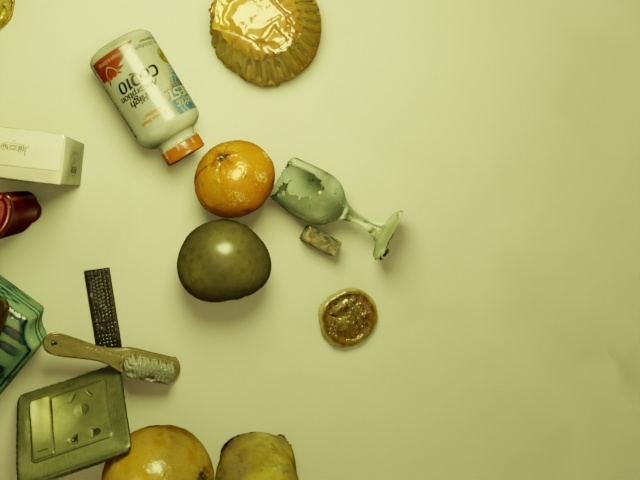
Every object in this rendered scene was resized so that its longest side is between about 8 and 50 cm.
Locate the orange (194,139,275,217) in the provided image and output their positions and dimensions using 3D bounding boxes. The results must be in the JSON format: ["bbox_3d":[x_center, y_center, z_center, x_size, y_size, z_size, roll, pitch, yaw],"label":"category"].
[{"bbox_3d":[-0.200,-0.144,1.636,0.193,0.193,0.161,-41,133,-3],"label":"orange"}]

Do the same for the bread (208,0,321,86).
[{"bbox_3d":[-0.128,-0.495,1.639,0.274,0.149,0.274,0,97,-3],"label":"bread"}]

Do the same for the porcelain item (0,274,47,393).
[{"bbox_3d":[-0.794,0.215,1.595,0.281,0.157,0.286,42,89,-12],"label":"porcelain item"}]

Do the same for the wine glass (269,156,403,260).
[{"bbox_3d":[0.037,-0.079,1.712,0.321,0.143,0.143,26,91,-9],"label":"wine glass"}]

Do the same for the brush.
[{"bbox_3d":[-0.481,0.280,1.660,0.327,0.065,0.070,20,97,-25],"label":"brush"}]

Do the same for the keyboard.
[{"bbox_3d":[-0.522,0.165,1.707,0.063,0.010,0.198,-8,97,-6],"label":"keyboard"}]

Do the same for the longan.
[{"bbox_3d":[-0.224,0.048,1.653,0.220,0.196,0.197,1,95,-5],"label":"longan"}]

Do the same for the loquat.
[{"bbox_3d":[-0.376,0.563,1.645,0.262,0.263,0.263,-1,96,-9],"label":"loquat"}]

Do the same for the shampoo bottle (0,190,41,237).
[{"bbox_3d":[-0.664,-0.058,1.534,0.064,0.260,0.102,21,91,-10],"label":"shampoo bottle"}]

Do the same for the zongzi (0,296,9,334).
[{"bbox_3d":[-0.812,0.238,1.448,0.286,0.138,0.300,8,93,-5],"label":"zongzi"}]

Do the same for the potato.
[{"bbox_3d":[-0.149,0.610,1.687,0.229,0.266,0.229,-2,99,-10],"label":"potato"}]

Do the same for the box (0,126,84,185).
[{"bbox_3d":[-0.630,-0.179,1.530,0.194,0.260,0.111,6,90,-11],"label":"box"}]

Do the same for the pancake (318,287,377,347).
[{"bbox_3d":[0.070,0.196,1.797,0.158,0.028,0.158,-1,93,-10],"label":"pancake"}]

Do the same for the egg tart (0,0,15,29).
[{"bbox_3d":[-0.775,-0.542,1.566,0.191,0.074,0.191,-1,95,-12],"label":"egg tart"}]

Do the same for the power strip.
[{"bbox_3d":[-0.567,0.432,1.638,0.251,0.257,0.092,-13,135,-12],"label":"power strip"}]

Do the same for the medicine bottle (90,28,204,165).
[{"bbox_3d":[-0.380,-0.316,1.608,0.157,0.157,0.289,-32,99,-5],"label":"medicine bottle"}]

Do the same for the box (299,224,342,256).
[{"bbox_3d":[0.000,0.000,1.749,0.098,0.062,0.045,30,88,-9],"label":"box"}]
